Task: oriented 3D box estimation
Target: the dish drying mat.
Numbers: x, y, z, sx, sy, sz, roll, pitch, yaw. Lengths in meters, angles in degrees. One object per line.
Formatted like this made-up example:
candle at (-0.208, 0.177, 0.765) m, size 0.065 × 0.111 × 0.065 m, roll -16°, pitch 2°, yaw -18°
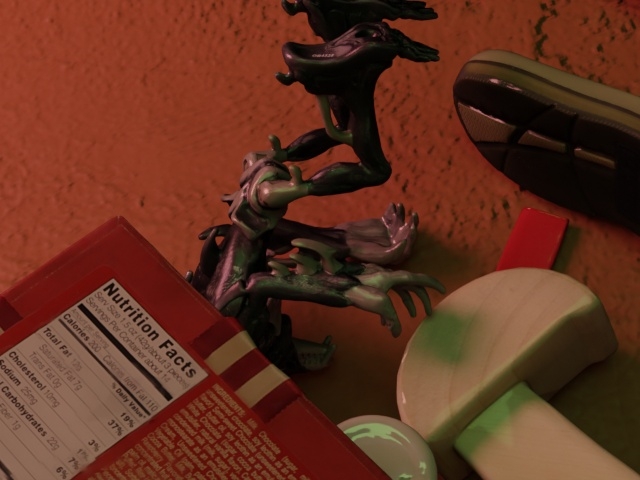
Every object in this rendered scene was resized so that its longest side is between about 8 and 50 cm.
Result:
dish drying mat at (0.123, 0.019, 1.069) m, size 0.032 × 0.008 × 0.083 m, roll 18°, pitch 69°, yaw 17°

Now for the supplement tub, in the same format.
supplement tub at (0.030, 0.146, 0.962) m, size 0.071 × 0.107 × 0.071 m, roll -2°, pitch 60°, yaw 3°

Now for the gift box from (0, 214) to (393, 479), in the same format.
gift box at (-0.135, 0.184, 0.883) m, size 0.276 × 0.258 × 0.255 m, roll -32°, pitch 65°, yaw -23°

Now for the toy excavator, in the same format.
toy excavator at (0.290, 0.164, 0.879) m, size 0.445 × 0.222 × 0.433 m, roll -19°, pitch 61°, yaw 9°

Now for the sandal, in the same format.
sandal at (0.219, -0.046, 1.032) m, size 0.302 × 0.120 × 0.086 m, roll 32°, pitch 59°, yaw 21°

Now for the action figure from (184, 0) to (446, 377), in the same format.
action figure at (0.000, 0.000, 1.005) m, size 0.141 × 0.276 × 0.164 m, roll 14°, pitch 23°, yaw -13°
